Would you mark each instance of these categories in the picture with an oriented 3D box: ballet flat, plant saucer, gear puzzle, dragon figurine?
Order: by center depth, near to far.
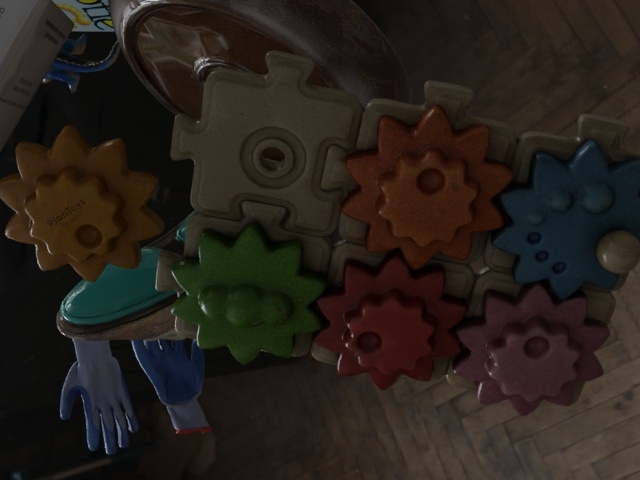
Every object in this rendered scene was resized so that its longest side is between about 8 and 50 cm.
[{"bbox_3d":[0.000,0.000,0.425,0.338,0.044,0.176,11,117,-3],"label":"gear puzzle"},{"bbox_3d":[-0.067,-0.153,0.770,0.310,0.310,0.050,4,60,41],"label":"plant saucer"},{"bbox_3d":[-0.149,0.045,0.912,0.107,0.316,0.106,20,130,29],"label":"ballet flat"},{"bbox_3d":[-0.403,-0.262,1.133,0.289,0.144,0.085,21,98,40],"label":"dragon figurine"}]

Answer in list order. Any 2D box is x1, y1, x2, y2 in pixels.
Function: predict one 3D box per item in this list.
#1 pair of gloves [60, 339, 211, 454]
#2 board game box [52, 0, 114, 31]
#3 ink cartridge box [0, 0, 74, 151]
[{"bbox_3d":[-0.214,0.162,0.968,0.023,0.198,0.159,-39,62,41],"label":"pair of gloves"},{"bbox_3d":[-0.315,-0.343,0.973,0.275,0.142,0.145,1,66,4],"label":"board game box"},{"bbox_3d":[-0.328,-0.087,0.552,0.278,0.201,0.117,-59,9,0],"label":"ink cartridge box"}]
